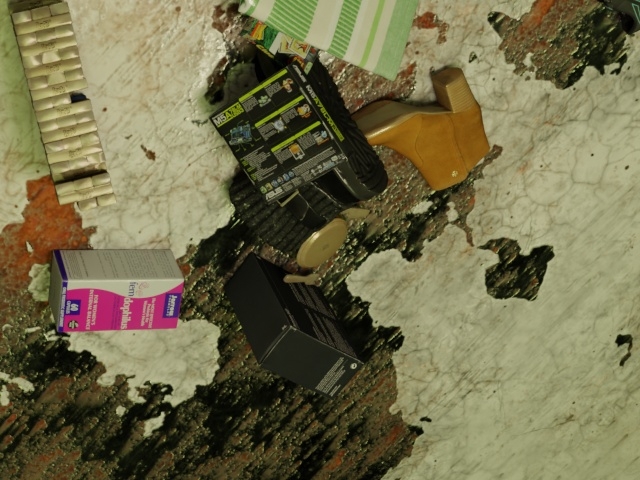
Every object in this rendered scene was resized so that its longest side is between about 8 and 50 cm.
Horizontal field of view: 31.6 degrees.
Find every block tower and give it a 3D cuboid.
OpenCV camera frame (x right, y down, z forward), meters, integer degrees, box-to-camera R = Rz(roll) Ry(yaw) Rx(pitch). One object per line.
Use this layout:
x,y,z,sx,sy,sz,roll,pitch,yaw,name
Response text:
-0.407,-0.214,1.781,0.091,0.097,0.336,-15,102,-14,block tower

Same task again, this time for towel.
0.031,-0.430,1.852,0.324,0.038,0.248,16,90,-37,towel

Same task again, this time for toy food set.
0.000,0.000,2.146,0.192,0.038,0.132,-53,154,17,toy food set

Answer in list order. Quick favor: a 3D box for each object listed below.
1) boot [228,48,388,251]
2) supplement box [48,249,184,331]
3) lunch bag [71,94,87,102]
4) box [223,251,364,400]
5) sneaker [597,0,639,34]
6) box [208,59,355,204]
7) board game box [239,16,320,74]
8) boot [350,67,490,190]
-0.071,-0.163,1.992,0.260,0.131,0.348,-28,97,36,boot
-0.369,0.089,2.040,0.220,0.114,0.111,-1,119,-23,supplement box
-0.417,-0.197,1.871,0.065,0.067,0.098,-5,118,-19,lunch bag
-0.055,0.157,2.111,0.184,0.261,0.103,33,104,-33,box
0.546,-0.479,2.056,0.106,0.101,0.267,-44,125,11,sneaker
-0.065,-0.176,1.876,0.190,0.045,0.184,-28,99,35,box
-0.019,-0.411,1.859,0.136,0.030,0.260,33,80,-32,board game box
0.177,-0.171,2.099,0.295,0.104,0.211,-28,126,-8,boot
